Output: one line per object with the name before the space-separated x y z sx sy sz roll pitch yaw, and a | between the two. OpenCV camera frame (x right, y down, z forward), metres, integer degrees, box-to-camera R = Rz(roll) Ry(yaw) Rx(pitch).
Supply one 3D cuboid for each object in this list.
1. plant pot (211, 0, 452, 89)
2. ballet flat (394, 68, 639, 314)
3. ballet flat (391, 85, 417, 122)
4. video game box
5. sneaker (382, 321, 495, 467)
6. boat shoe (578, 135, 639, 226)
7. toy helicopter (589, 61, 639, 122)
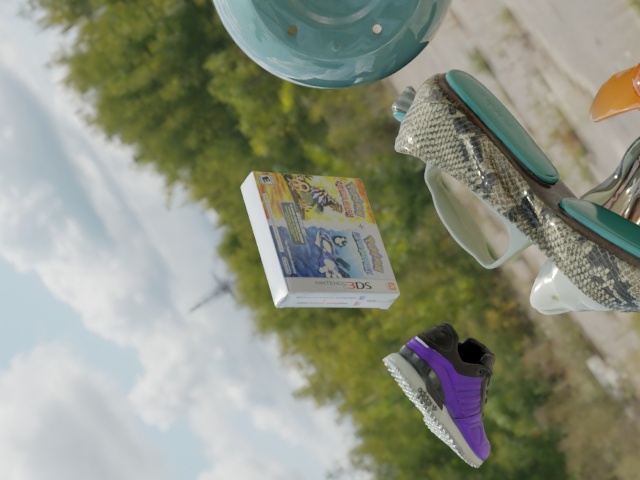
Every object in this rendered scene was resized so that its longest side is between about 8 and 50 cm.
plant pot | 0.014 -0.292 1.458 0.293 0.293 0.235 56 -173 -12
ballet flat | 0.279 -0.022 1.754 0.483 0.182 0.164 43 -156 25
ballet flat | 0.206 -0.188 2.136 0.213 0.068 0.072 28 170 32
video game box | 0.000 0.000 1.935 0.187 0.048 0.205 3 -125 -34
sneaker | 0.223 0.234 2.131 0.102 0.146 0.293 39 168 48
boat shoe | 0.462 -0.063 1.871 0.120 0.122 0.324 64 145 21
toy helicopter | 0.357 -0.132 1.069 0.355 0.235 0.140 105 -179 -51
